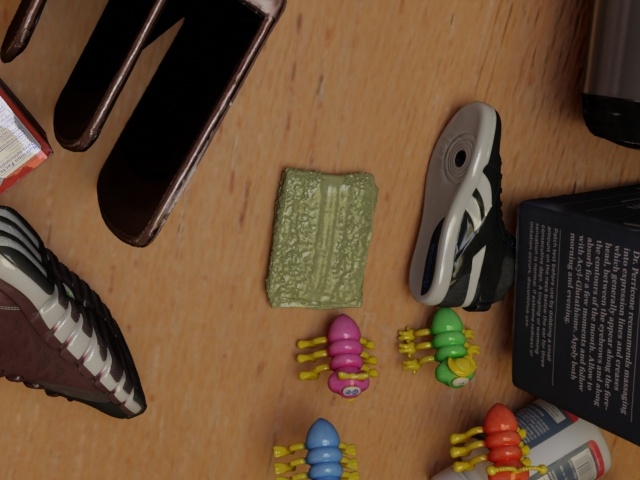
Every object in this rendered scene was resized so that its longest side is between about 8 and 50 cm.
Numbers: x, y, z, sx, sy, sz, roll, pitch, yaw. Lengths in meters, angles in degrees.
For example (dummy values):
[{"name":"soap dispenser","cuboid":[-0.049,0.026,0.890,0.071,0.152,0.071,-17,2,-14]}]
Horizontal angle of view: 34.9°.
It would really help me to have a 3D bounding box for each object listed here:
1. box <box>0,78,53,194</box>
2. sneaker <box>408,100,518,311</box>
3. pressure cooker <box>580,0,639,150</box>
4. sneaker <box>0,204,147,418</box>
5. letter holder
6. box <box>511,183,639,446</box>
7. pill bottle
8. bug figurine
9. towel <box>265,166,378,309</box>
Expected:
[{"name":"box","cuboid":[-0.368,-0.051,0.860,0.257,0.122,0.128,-39,110,-6]},{"name":"sneaker","cuboid":[0.173,-0.031,1.076,0.121,0.079,0.217,11,100,-30]},{"name":"pressure cooker","cuboid":[0.442,-0.286,0.947,0.375,0.370,0.421,3,100,-8]},{"name":"sneaker","cuboid":[-0.280,0.096,0.912,0.162,0.106,0.281,-28,135,0]},{"name":"letter holder","cuboid":[-0.177,-0.134,0.809,0.152,0.302,0.214,27,93,-21]},{"name":"box","cuboid":[0.423,0.078,0.974,0.293,0.395,0.212,-9,107,-30]},{"name":"pill bottle","cuboid":[0.218,0.252,1.128,0.180,0.108,0.108,-28,109,-11]},{"name":"bug figurine","cuboid":[0.088,0.172,1.032,0.279,0.072,0.216,-3,64,-16]},{"name":"towel","cuboid":[0.000,0.000,1.044,0.110,0.027,0.148,3,102,-18]}]
